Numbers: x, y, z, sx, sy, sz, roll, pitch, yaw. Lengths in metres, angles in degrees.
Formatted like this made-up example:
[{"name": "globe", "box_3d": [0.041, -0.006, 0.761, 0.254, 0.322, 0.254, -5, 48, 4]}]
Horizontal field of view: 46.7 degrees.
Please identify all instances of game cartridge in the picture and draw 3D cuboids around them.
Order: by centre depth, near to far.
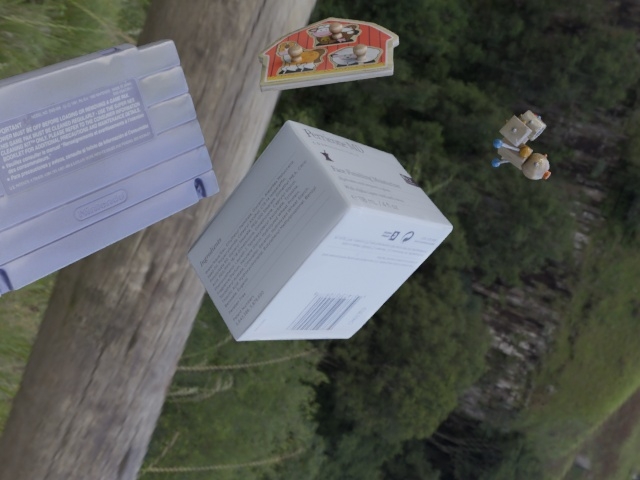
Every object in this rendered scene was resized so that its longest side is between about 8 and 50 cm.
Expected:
[{"name": "game cartridge", "box_3d": [-0.305, -0.101, 0.921, 0.355, 0.068, 0.230, -30, 111, -37]}]

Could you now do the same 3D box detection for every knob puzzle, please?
[{"name": "knob puzzle", "box_3d": [0.009, -0.267, 0.999, 0.213, 0.213, 0.030, -50, 142, -40]}]

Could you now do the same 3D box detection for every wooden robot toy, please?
[{"name": "wooden robot toy", "box_3d": [0.283, -0.120, 0.992, 0.076, 0.079, 0.173, -44, 165, 2]}]

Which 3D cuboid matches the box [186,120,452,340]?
[{"name": "box", "box_3d": [0.000, 0.000, 0.742, 0.181, 0.119, 0.182, 8, 129, -51]}]
